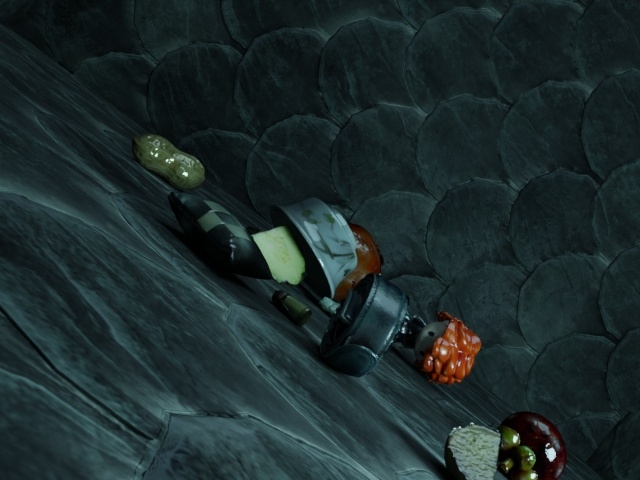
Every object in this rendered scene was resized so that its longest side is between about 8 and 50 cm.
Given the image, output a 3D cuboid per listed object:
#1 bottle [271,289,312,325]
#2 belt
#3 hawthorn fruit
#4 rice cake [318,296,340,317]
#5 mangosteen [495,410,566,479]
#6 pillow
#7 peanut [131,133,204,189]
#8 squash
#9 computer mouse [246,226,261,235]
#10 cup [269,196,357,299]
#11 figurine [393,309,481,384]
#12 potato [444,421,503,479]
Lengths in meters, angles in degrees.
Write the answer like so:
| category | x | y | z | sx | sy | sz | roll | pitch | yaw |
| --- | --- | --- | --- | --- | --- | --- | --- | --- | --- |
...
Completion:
| category | x | y | z | sx | sy | sz | roll | pitch | yaw |
| --- | --- | --- | --- | --- | --- | --- | --- | --- | --- |
| bottle | -0.069 | 0.150 | 1.603 | 0.101 | 0.047 | 0.063 | 34 | -19 | 25 |
| belt | 0.084 | 0.172 | 1.432 | 0.116 | 0.206 | 0.267 | 34 | 9 | -5 |
| hawthorn fruit | 0.065 | 0.063 | 2.498 | 0.316 | 0.316 | 0.316 | 37 | 2 | -2 |
| rice cake | 0.078 | 0.234 | 2.165 | 0.127 | 0.043 | 0.237 | 38 | 3 | 24 |
| mangosteen | 0.492 | 0.508 | 1.694 | 0.200 | 0.199 | 0.200 | 37 | 2 | -2 |
| pillow | -0.222 | -0.005 | 1.571 | 0.250 | 0.106 | 0.186 | 44 | 6 | 32 |
| peanut | -0.495 | -0.255 | 2.303 | 0.298 | 0.120 | 0.136 | 32 | 0 | -43 |
| squash | -0.134 | 0.061 | 2.049 | 0.192 | 0.085 | 0.184 | -19 | 81 | -53 |
| computer mouse | -0.165 | 0.030 | 2.256 | 0.158 | 0.072 | 0.310 | 39 | 1 | -20 |
| cup | 0.000 | 0.000 | 2.203 | 0.347 | 0.163 | 0.347 | 53 | -14 | 20 |
| figurine | 0.336 | 0.326 | 2.402 | 0.412 | 0.241 | 0.306 | 28 | -9 | 16 |
| potato | 0.261 | 0.410 | 1.249 | 0.101 | 0.089 | 0.172 | 18 | 32 | 7 |
